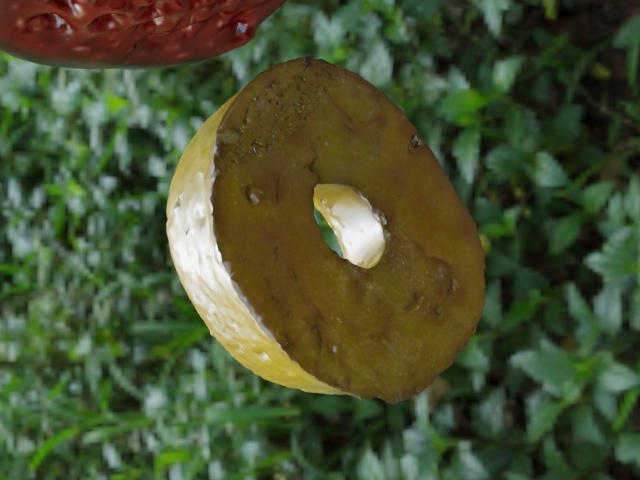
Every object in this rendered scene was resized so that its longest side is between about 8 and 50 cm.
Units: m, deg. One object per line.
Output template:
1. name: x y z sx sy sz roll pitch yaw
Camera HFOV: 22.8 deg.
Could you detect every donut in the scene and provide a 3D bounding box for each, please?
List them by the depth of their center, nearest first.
1. donut: -0.001 -0.003 1.254 0.108 0.277 0.277 -21 72 48

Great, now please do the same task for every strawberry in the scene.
1. strawberry: -0.162 -0.279 1.282 0.295 0.345 0.317 32 93 34
